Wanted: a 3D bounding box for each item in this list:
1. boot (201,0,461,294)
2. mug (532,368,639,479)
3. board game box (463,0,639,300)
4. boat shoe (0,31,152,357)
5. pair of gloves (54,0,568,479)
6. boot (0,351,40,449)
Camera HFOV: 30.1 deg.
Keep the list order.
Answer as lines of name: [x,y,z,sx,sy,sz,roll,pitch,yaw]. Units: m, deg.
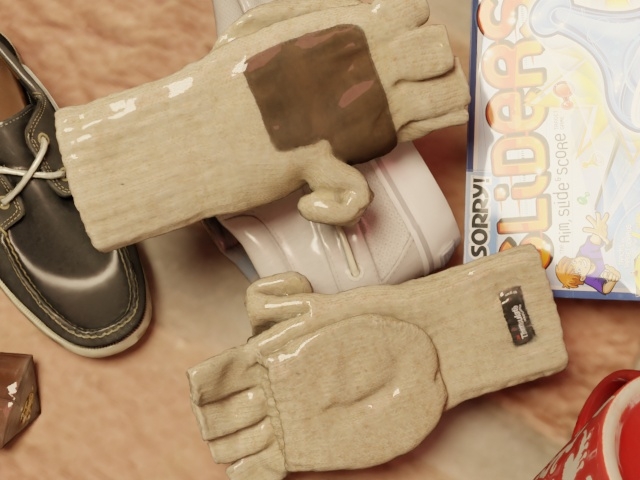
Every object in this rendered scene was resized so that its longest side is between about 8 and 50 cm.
boot: [-0.037,-0.073,0.669,0.123,0.095,0.258,-30,80,-7]
mug: [0.135,0.125,0.557,0.113,0.169,0.150,-7,56,-17]
board game box: [0.150,-0.068,0.652,0.136,0.035,0.201,1,90,18]
boat shoe: [-0.173,-0.037,0.675,0.084,0.079,0.233,-29,76,-9]
pair of gloves: [0.000,0.000,0.607,0.204,0.042,0.240,-26,104,-6]
boot: [-0.218,0.104,0.656,0.114,0.037,0.106,12,76,0]
